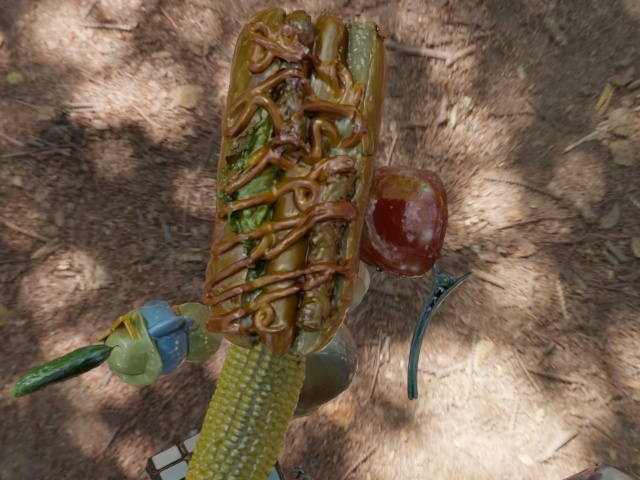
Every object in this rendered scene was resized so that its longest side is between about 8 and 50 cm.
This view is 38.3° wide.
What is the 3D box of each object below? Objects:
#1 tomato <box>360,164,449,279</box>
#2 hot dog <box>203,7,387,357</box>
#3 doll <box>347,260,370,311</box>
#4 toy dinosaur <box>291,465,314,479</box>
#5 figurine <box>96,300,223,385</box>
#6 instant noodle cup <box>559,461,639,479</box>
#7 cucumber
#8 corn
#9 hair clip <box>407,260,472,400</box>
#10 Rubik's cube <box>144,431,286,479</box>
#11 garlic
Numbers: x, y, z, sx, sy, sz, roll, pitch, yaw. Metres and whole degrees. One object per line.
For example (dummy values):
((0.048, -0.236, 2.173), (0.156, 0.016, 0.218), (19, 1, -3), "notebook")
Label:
((0.078, -0.026, 1.114), (0.091, 0.159, 0.139), (11, 96, -21), "tomato")
((-0.028, -0.062, 0.890), (0.158, 0.117, 0.349), (8, 84, 5), "hot dog")
((-0.002, 0.000, 1.254), (0.154, 0.119, 0.278), (-22, 44, 36), "doll")
((0.011, 0.367, 1.252), (0.082, 0.209, 0.039), (-26, 128, -20), "toy dinosaur")
((-0.298, 0.189, 1.732), (0.179, 0.262, 0.154), (-3, 87, 24), "figurine")
((0.100, 0.285, 0.448), (0.266, 0.340, 0.340), (-34, 88, 15), "instant noodle cup")
((-0.371, 0.186, 1.341), (0.167, 0.039, 0.039), (-23, 88, -16), "cucumber")
((-0.089, 0.222, 1.072), (0.101, 0.101, 0.311), (15, 66, 5), "corn")
((0.173, 0.145, 1.483), (0.070, 0.039, 0.230), (21, 98, 14), "hair clip")
((-0.133, 0.367, 1.292), (0.163, 0.162, 0.161), (-25, 112, -14), "Rubik's cube")
((-0.015, 0.173, 1.503), (0.128, 0.148, 0.267), (4, 133, 26), "garlic")
